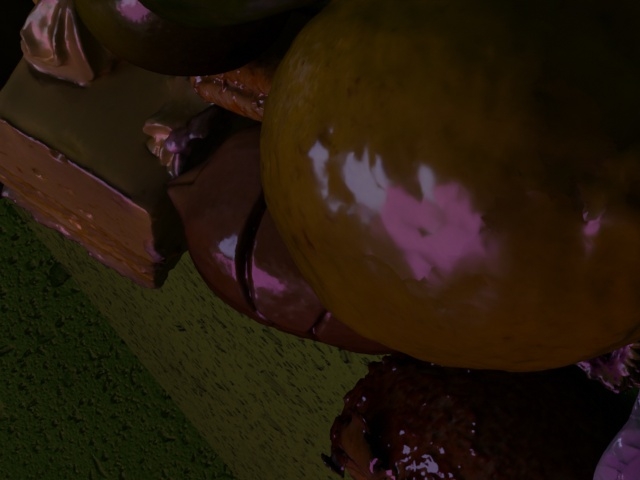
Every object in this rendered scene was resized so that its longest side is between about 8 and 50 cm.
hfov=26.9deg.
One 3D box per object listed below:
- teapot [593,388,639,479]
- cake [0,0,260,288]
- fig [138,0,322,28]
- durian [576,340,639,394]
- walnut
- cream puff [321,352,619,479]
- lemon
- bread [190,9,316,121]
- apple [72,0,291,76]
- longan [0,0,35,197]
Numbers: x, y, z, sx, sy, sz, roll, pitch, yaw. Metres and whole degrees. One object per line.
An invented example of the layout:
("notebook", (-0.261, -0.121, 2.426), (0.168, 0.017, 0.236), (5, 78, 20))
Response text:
("teapot", (0.298, 0.192, 1.043), (0.178, 0.163, 0.221), (42, 163, 40))
("cake", (-0.196, -0.123, 1.351), (0.227, 0.222, 0.286), (30, 160, 5))
("fig", (-0.064, -0.283, 0.876), (0.206, 0.206, 0.275), (13, 120, 60))
("durian", (0.211, 0.014, 1.016), (0.187, 0.119, 0.108), (43, 125, 10))
("walnut", (0.000, 0.000, 1.204), (0.298, 0.203, 0.203), (14, 155, 6))
("cream puff", (0.174, 0.220, 1.262), (0.350, 0.228, 0.350), (43, 170, 9))
("lemon", (0.103, -0.049, 0.821), (0.285, 0.285, 0.316), (48, -179, -2))
("bread", (-0.026, -0.145, 1.161), (0.211, 0.114, 0.083), (26, 138, 51))
("apple", (-0.116, -0.224, 1.075), (0.196, 0.157, 0.196), (4, 96, 42))
("longan", (-0.453, -0.225, 1.558), (0.404, 0.336, 0.404), (164, 90, -89))
